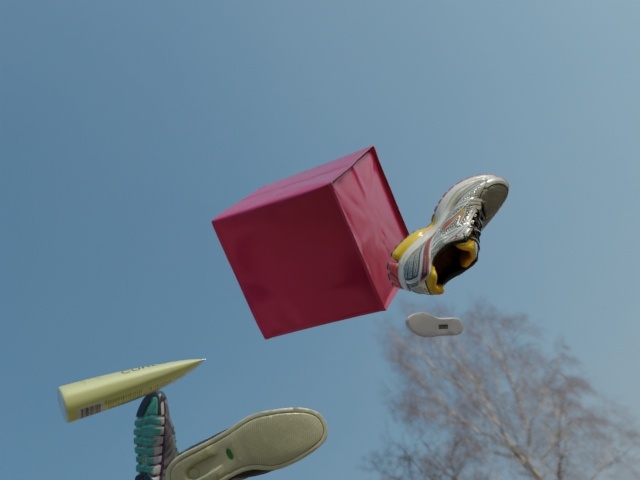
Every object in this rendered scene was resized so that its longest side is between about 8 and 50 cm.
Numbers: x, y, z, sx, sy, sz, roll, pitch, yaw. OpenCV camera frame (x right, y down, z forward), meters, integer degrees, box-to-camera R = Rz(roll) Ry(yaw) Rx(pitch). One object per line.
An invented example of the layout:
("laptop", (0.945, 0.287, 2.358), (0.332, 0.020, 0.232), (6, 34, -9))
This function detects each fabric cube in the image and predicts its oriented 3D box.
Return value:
("fabric cube", (0.000, 0.000, 1.422), (0.258, 0.254, 0.259), (-18, 13, 27))

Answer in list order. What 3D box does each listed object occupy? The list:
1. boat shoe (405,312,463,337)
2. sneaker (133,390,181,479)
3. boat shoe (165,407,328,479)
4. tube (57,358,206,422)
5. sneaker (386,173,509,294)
("boat shoe", (0.224, 0.174, 1.513), (0.142, 0.040, 0.049), (9, -103, -30))
("sneaker", (-0.314, 0.411, 1.490), (0.098, 0.083, 0.224), (11, -100, -49))
("boat shoe", (-0.103, 0.295, 1.065), (0.233, 0.084, 0.079), (-20, -10, -4))
("tube", (-0.316, 0.242, 1.262), (0.240, 0.070, 0.062), (-12, -65, -29))
("sneaker", (0.199, -0.003, 1.055), (0.225, 0.092, 0.088), (-47, -52, -17))
